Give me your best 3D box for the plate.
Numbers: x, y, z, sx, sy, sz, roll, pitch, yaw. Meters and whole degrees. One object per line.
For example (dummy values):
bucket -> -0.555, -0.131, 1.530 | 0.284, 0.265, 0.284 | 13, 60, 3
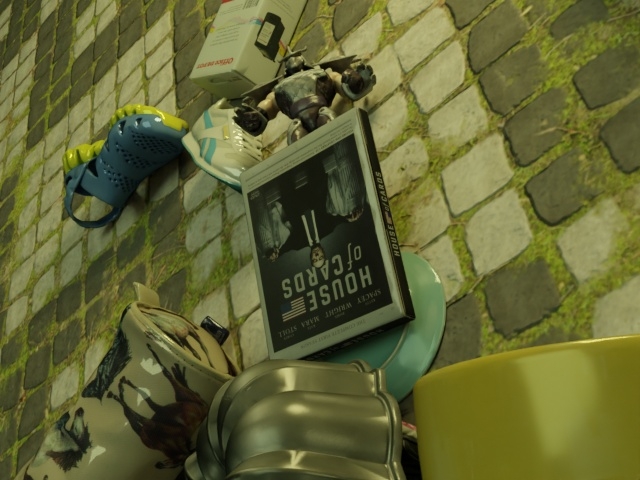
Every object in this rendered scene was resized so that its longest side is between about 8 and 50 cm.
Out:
plate -> 0.050, 0.093, 0.955 | 0.188, 0.024, 0.188 | -29, 46, 35

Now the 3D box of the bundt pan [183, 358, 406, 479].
bundt pan -> -0.052, 0.247, 0.776 | 0.331, 0.124, 0.330 | -163, 90, -75

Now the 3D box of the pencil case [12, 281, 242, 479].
pencil case -> -0.265, 0.259, 1.087 | 0.410, 0.160, 0.183 | -52, 46, 9

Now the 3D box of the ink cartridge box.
ink cartridge box -> -0.110, -0.307, 1.379 | 0.127, 0.072, 0.175 | 4, 69, 50

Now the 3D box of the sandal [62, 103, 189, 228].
sandal -> -0.317, -0.110, 1.454 | 0.317, 0.126, 0.138 | -27, 50, 47

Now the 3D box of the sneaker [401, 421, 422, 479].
sneaker -> 0.062, 0.205, 0.836 | 0.178, 0.072, 0.077 | -9, 63, 60

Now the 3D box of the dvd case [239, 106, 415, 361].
dvd case -> 0.000, 0.000, 0.974 | 0.179, 0.030, 0.238 | -26, 63, 32

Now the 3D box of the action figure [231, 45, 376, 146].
action figure -> -0.009, -0.143, 1.117 | 0.185, 0.099, 0.285 | -25, 54, 15

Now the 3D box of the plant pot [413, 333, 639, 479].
plant pot -> 0.192, 0.194, 0.555 | 0.254, 0.254, 0.238 | -18, 68, 41

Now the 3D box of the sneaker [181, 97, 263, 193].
sneaker -> -0.120, -0.128, 1.256 | 0.092, 0.087, 0.228 | -51, 39, 7
